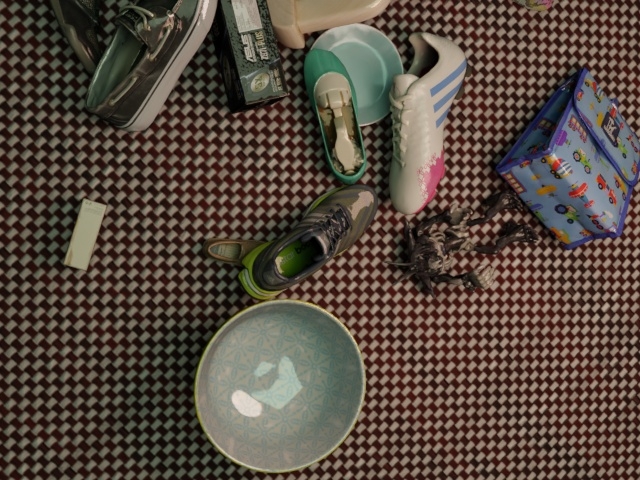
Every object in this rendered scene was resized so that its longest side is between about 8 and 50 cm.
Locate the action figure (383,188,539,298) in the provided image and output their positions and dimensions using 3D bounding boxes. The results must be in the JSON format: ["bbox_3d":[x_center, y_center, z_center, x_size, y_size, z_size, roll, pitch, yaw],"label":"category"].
[{"bbox_3d":[0.257,0.005,1.622,0.276,0.141,0.164,-26,100,-16],"label":"action figure"}]

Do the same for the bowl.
[{"bbox_3d":[-0.082,0.236,1.529,0.289,0.156,0.289,-1,92,-15],"label":"bowl"}]

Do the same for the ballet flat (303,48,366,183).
[{"bbox_3d":[0.033,-0.217,1.556,0.083,0.087,0.247,-16,102,-4],"label":"ballet flat"}]

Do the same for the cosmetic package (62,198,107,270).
[{"bbox_3d":[-0.394,-0.010,1.490,0.041,0.060,0.115,17,86,-13],"label":"cosmetic package"}]

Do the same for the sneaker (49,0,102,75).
[{"bbox_3d":[-0.379,-0.393,1.468,0.130,0.087,0.227,-20,91,-7],"label":"sneaker"}]

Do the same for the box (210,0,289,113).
[{"bbox_3d":[-0.125,-0.316,1.506,0.077,0.147,0.180,-15,96,-14],"label":"box"}]

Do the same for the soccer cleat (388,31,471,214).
[{"bbox_3d":[0.164,-0.215,1.594,0.143,0.116,0.331,24,78,-37],"label":"soccer cleat"}]

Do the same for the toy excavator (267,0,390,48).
[{"bbox_3d":[0.156,-0.506,1.510,0.433,0.222,0.445,18,78,16],"label":"toy excavator"}]

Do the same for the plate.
[{"bbox_3d":[0.060,-0.300,1.619,0.188,0.024,0.188,-1,92,-16],"label":"plate"}]

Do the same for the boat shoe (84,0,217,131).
[{"bbox_3d":[-0.272,-0.331,1.431,0.119,0.121,0.335,11,108,-53],"label":"boat shoe"}]

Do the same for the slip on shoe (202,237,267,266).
[{"bbox_3d":[-0.139,0.020,1.567,0.135,0.041,0.051,11,89,-15],"label":"slip on shoe"}]

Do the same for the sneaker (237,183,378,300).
[{"bbox_3d":[0.000,0.000,1.549,0.300,0.121,0.111,-41,103,-24],"label":"sneaker"}]

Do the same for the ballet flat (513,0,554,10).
[{"bbox_3d":[0.360,-0.507,1.663,0.221,0.079,0.077,34,83,-14],"label":"ballet flat"}]

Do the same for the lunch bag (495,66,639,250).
[{"bbox_3d":[0.501,-0.167,1.687,0.221,0.138,0.293,46,58,-16],"label":"lunch bag"}]
